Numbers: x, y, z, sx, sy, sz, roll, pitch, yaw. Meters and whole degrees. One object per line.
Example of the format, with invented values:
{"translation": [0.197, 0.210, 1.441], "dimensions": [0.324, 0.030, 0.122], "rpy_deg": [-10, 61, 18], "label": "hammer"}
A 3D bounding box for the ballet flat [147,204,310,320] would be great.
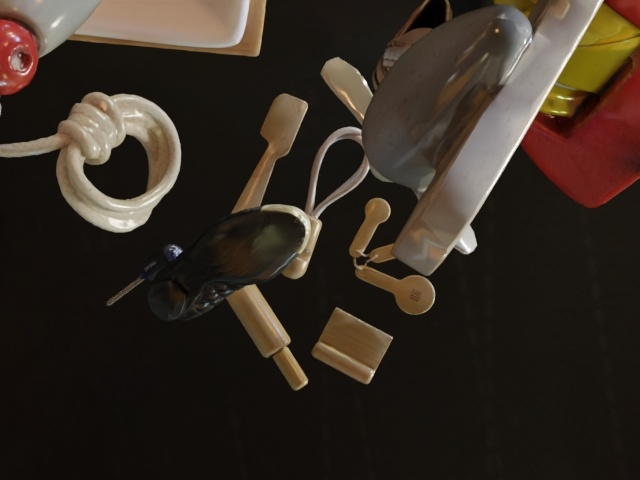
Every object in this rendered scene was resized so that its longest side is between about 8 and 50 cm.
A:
{"translation": [-0.068, 0.011, 1.186], "dimensions": [0.057, 0.173, 0.049], "rpy_deg": [55, 41, -7], "label": "ballet flat"}

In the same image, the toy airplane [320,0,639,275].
{"translation": [0.156, -0.182, 0.877], "dimensions": [0.272, 0.386, 0.384], "rpy_deg": [24, 108, 18], "label": "toy airplane"}

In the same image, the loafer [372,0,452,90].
{"translation": [0.058, -0.113, 0.940], "dimensions": [0.045, 0.125, 0.039], "rpy_deg": [11, 114, 6], "label": "loafer"}

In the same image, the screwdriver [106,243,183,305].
{"translation": [-0.151, 0.030, 1.308], "dimensions": [0.025, 0.170, 0.024], "rpy_deg": [50, 60, -10], "label": "screwdriver"}

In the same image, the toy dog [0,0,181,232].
{"translation": [-0.256, -0.060, 0.939], "dimensions": [0.334, 0.161, 0.220], "rpy_deg": [-38, 119, -45], "label": "toy dog"}

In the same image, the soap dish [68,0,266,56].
{"translation": [-0.146, -0.299, 1.228], "dimensions": [0.229, 0.118, 0.290], "rpy_deg": [5, 111, -6], "label": "soap dish"}

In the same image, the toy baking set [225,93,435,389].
{"translation": [-0.005, 0.005, 1.445], "dimensions": [0.197, 0.030, 0.256], "rpy_deg": [-37, 85, 1], "label": "toy baking set"}
